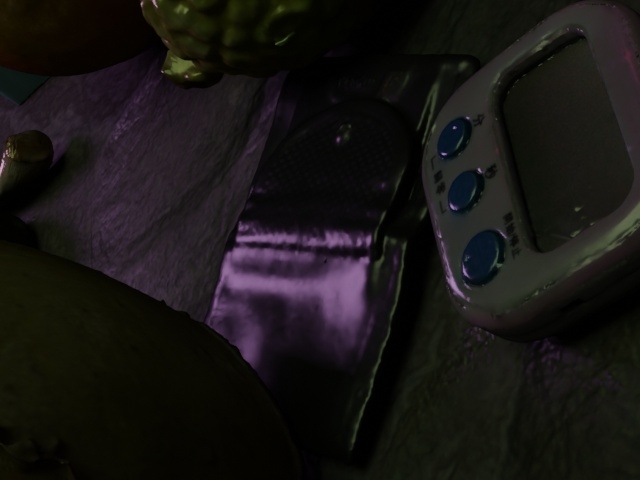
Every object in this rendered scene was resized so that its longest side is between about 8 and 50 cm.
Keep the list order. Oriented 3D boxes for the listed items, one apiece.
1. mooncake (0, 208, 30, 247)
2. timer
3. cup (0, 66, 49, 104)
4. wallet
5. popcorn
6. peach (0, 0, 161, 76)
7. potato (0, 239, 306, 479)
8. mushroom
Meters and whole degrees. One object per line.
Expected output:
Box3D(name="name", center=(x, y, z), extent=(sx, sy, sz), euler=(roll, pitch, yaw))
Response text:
Box3D(name="mooncake", center=(-0.384, 0.040, 1.501), extent=(0.175, 0.104, 0.168), euler=(22, 93, 58))
Box3D(name="timer", center=(0.155, -0.044, 0.914), extent=(0.191, 0.069, 0.208), euler=(-37, 42, 31))
Box3D(name="cup", center=(-0.423, -0.266, 1.626), extent=(0.134, 0.236, 0.148), euler=(-8, 64, 50))
Box3D(name="wallet", center=(0.000, 0.000, 1.106), extent=(0.247, 0.041, 0.323), euler=(5, 74, 54))
Box3D(name="popcorn", center=(-0.054, -0.236, 1.180), extent=(0.251, 0.206, 0.237), euler=(-44, 30, 39))
Box3D(name="peach", center=(-0.255, -0.310, 1.416), extent=(0.332, 0.308, 0.308), euler=(-4, 65, 65))
Box3D(name="potato", center=(-0.269, 0.182, 0.994), extent=(0.442, 0.319, 0.385), euler=(30, 90, 37))
Box3D(name="mushroom", center=(-0.363, -0.055, 1.568), extent=(0.202, 0.059, 0.054), euler=(-39, 72, 37))
